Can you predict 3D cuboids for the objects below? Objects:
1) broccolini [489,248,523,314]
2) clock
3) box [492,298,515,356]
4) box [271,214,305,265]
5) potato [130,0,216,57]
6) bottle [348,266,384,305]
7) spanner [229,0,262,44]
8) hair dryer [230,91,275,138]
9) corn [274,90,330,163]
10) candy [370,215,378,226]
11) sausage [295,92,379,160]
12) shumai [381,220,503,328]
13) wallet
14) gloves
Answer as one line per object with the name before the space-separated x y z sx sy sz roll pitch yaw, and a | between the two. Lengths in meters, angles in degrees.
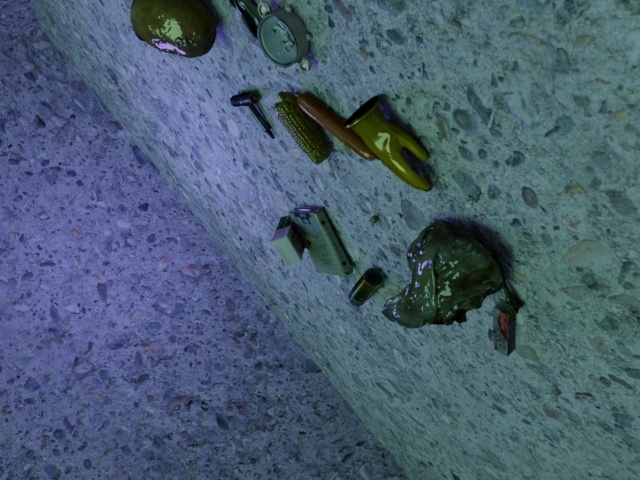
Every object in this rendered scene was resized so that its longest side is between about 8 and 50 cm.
broccolini | 0.508 0.118 1.532 0.042 0.044 0.218 5 129 61
clock | -0.108 -0.569 1.550 0.229 0.063 0.156 52 148 -12
box | 0.559 0.270 1.673 0.055 0.039 0.218 33 152 39
box | -0.127 -0.007 2.322 0.081 0.199 0.135 -17 120 22
potato | -0.470 -0.725 1.849 0.266 0.229 0.229 32 152 28
bottle | 0.179 0.190 2.203 0.082 0.082 0.286 46 158 9
spanner | -0.224 -0.692 1.635 0.325 0.040 0.096 54 157 -13
hair dryer | -0.242 -0.458 2.036 0.173 0.050 0.194 19 146 56
corn | -0.060 -0.365 1.774 0.261 0.097 0.097 55 157 -18
candy | 0.181 -0.063 1.891 0.083 0.025 0.023 104 166 -72
sausage | 0.047 -0.344 1.655 0.348 0.053 0.053 42 156 19
shumai | 0.319 0.128 1.540 0.292 0.288 0.330 56 165 1
wallet | 0.000 0.000 2.249 0.223 0.077 0.309 10 133 55
gloves | 0.202 -0.242 1.500 0.294 0.116 0.133 47 -173 -15
